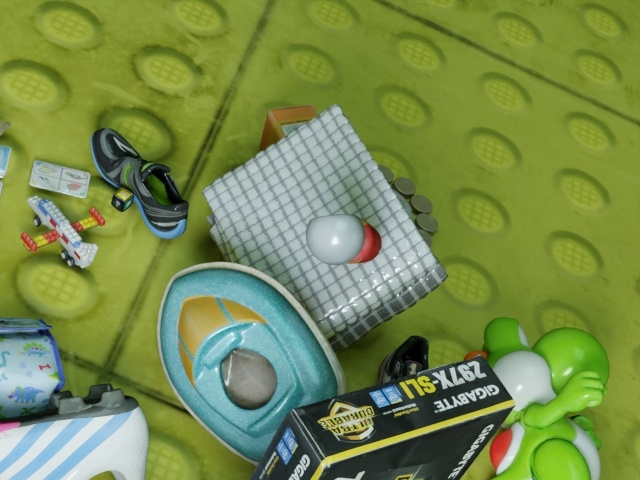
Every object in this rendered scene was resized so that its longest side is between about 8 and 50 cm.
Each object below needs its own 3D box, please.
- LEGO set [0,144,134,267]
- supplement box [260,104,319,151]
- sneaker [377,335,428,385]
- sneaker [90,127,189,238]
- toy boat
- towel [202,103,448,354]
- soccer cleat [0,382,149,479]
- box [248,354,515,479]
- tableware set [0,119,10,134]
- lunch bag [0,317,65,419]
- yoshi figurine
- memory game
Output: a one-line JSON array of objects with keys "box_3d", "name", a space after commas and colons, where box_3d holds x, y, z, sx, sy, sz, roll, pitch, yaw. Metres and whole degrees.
[{"box_3d": [-0.361, -0.055, 1.852, 0.244, 0.060, 0.182, 14, 44, -12], "name": "LEGO set"}, {"box_3d": [-0.009, -0.082, 2.049, 0.080, 0.078, 0.233, -8, 54, -21], "name": "supplement box"}, {"box_3d": [0.101, 0.189, 1.854, 0.072, 0.077, 0.178, 19, 43, -9], "name": "sneaker"}, {"box_3d": [-0.234, -0.087, 1.938, 0.067, 0.078, 0.188, -23, 62, -42], "name": "sneaker"}, {"box_3d": [-0.054, 0.090, 1.699, 0.267, 0.318, 0.148, 44, 10, 17], "name": "toy boat"}, {"box_3d": [0.000, 0.000, 1.877, 0.235, 0.121, 0.284, -34, 59, 3], "name": "towel"}, {"box_3d": [-0.339, 0.247, 1.532, 0.331, 0.116, 0.143, -9, 92, -17], "name": "soccer cleat"}, {"box_3d": [0.032, 0.270, 1.553, 0.257, 0.322, 0.079, -10, 53, -36], "name": "box"}, {"box_3d": [-0.489, -0.140, 1.879, 0.168, 0.020, 0.141, 19, 41, 4], "name": "tableware set"}, {"box_3d": [-0.366, 0.138, 1.643, 0.128, 0.096, 0.151, 3, 34, -23], "name": "lunch bag"}, {"box_3d": [0.321, 0.238, 1.860, 0.203, 0.203, 0.362, 20, 38, -34], "name": "yoshi figurine"}, {"box_3d": [0.087, -0.046, 2.124, 0.186, 0.012, 0.186, 15, 44, -15], "name": "memory game"}]
